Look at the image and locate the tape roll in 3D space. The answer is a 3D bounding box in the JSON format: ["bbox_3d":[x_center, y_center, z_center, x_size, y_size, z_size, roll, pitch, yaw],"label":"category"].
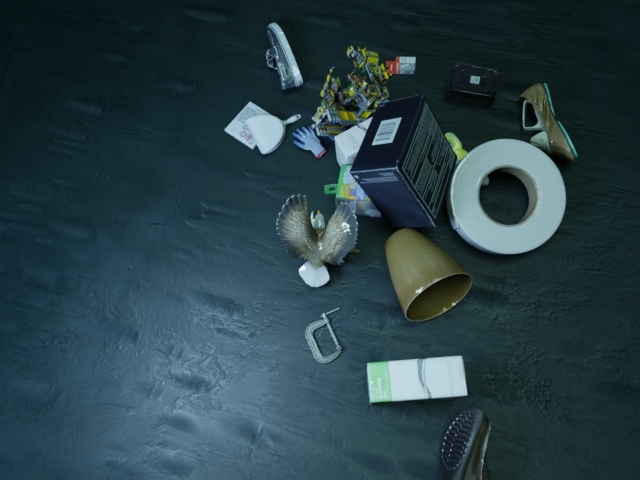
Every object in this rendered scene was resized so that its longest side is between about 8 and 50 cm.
[{"bbox_3d":[0.615,-0.143,1.712,0.391,0.072,0.393,0,85,-1],"label":"tape roll"}]

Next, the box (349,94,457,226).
[{"bbox_3d":[0.272,-0.240,1.628,0.182,0.294,0.297,0,56,40],"label":"box"}]

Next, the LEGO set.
[{"bbox_3d":[0.074,-0.513,1.793,0.192,0.331,0.255,-4,75,-34],"label":"LEGO set"}]

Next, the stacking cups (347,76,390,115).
[{"bbox_3d":[0.239,-0.481,1.909,0.096,0.096,0.316,-43,73,-11],"label":"stacking cups"}]

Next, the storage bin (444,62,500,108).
[{"bbox_3d":[0.568,-0.580,1.923,0.180,0.084,0.122,12,71,10],"label":"storage bin"}]

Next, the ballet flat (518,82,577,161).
[{"bbox_3d":[0.800,-0.411,1.838,0.124,0.116,0.343,-20,68,19],"label":"ballet flat"}]

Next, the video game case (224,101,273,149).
[{"bbox_3d":[-0.266,-0.444,1.973,0.143,0.019,0.157,34,76,16],"label":"video game case"}]

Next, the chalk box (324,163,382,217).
[{"bbox_3d":[0.122,-0.175,1.783,0.212,0.132,0.132,10,71,7],"label":"chalk box"}]

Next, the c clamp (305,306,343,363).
[{"bbox_3d":[0.023,0.313,1.669,0.137,0.022,0.161,-19,69,-3],"label":"c clamp"}]

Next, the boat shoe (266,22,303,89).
[{"bbox_3d":[-0.168,-0.728,2.031,0.102,0.108,0.302,-21,77,-5],"label":"boat shoe"}]

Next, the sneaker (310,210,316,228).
[{"bbox_3d":[-0.018,-0.063,1.811,0.035,0.031,0.084,1,73,-10],"label":"sneaker"}]

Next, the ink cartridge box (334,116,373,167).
[{"bbox_3d":[0.175,-0.342,1.819,0.237,0.172,0.100,-28,69,-6],"label":"ink cartridge box"}]

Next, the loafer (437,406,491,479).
[{"bbox_3d":[0.418,0.665,1.468,0.130,0.134,0.366,21,82,-12],"label":"loafer"}]

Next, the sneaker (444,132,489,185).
[{"bbox_3d":[0.486,-0.263,1.825,0.126,0.091,0.240,-38,71,10],"label":"sneaker"}]

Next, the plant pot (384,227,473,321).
[{"bbox_3d":[0.315,0.087,1.637,0.237,0.237,0.254,-25,56,-5],"label":"plant pot"}]

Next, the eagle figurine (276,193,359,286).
[{"bbox_3d":[-0.004,-0.010,1.643,0.226,0.298,0.225,-33,71,-8],"label":"eagle figurine"}]

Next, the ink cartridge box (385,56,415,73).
[{"bbox_3d":[0.314,-0.688,2.012,0.114,0.029,0.063,3,70,5],"label":"ink cartridge box"}]

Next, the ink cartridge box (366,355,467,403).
[{"bbox_3d":[0.277,0.418,1.516,0.272,0.198,0.115,-5,70,3],"label":"ink cartridge box"}]

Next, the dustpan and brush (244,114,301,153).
[{"bbox_3d":[-0.163,-0.431,1.938,0.211,0.060,0.147,-29,95,-8],"label":"dustpan and brush"}]

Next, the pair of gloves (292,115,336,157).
[{"bbox_3d":[-0.001,-0.403,1.935,0.198,0.023,0.159,-39,70,-14],"label":"pair of gloves"}]
